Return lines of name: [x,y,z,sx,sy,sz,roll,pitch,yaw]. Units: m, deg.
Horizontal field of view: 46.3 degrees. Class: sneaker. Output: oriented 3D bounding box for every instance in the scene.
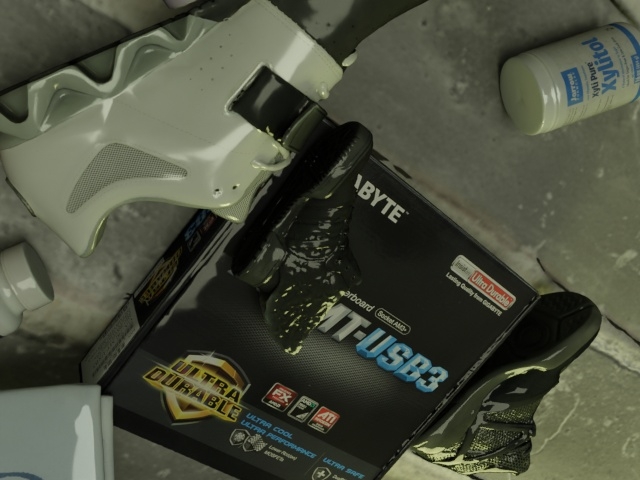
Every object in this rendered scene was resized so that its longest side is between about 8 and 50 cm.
sneaker: [-0.051,-0.096,0.511,0.331,0.122,0.146,-24,107,3]
sneaker: [0.194,0.151,0.749,0.227,0.087,0.130,-43,123,6]
sneaker: [0.001,0.001,0.550,0.089,0.051,0.170,34,102,-28]

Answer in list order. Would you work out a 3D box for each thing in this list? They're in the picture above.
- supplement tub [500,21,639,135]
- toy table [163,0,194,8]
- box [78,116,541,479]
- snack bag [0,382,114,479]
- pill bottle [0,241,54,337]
supplement tub: [0.215,-0.136,0.629,0.107,0.071,0.071,-21,119,-11]
toy table: [-0.031,-0.256,0.398,0.274,0.252,0.161,-22,119,29]
box: [-0.001,0.077,0.651,0.295,0.073,0.293,36,99,-30]
snack bag: [-0.320,0.271,0.549,0.343,0.037,0.322,-3,93,-5]
pill bottle: [-0.260,0.048,0.541,0.120,0.067,0.067,-25,120,-8]
